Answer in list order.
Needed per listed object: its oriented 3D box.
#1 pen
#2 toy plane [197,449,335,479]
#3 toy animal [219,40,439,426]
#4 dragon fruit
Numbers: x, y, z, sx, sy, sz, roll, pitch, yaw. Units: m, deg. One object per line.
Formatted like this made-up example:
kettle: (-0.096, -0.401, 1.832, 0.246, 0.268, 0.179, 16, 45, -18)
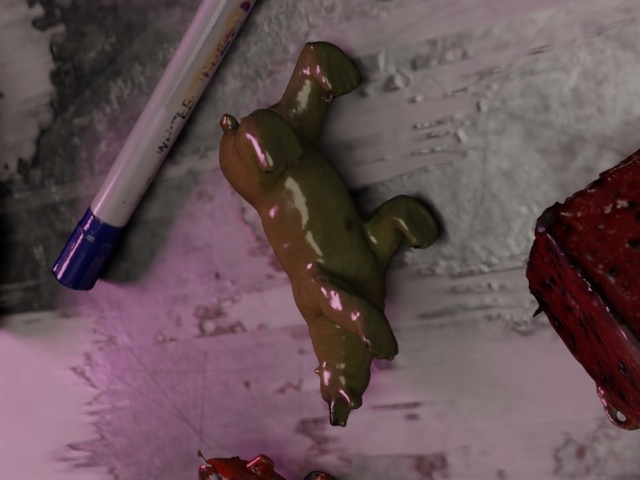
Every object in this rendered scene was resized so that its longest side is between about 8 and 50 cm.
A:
pen: (-0.108, -0.074, 0.704, 0.033, 0.033, 0.269, 39, 113, 12)
toy plane: (0.006, 0.196, 0.690, 0.194, 0.077, 0.126, 12, 110, 14)
toy animal: (0.000, 0.000, 0.648, 0.101, 0.103, 0.218, -28, 91, 46)
dragon fruit: (0.195, 0.014, 0.539, 0.161, 0.127, 0.120, -34, 70, 1)
